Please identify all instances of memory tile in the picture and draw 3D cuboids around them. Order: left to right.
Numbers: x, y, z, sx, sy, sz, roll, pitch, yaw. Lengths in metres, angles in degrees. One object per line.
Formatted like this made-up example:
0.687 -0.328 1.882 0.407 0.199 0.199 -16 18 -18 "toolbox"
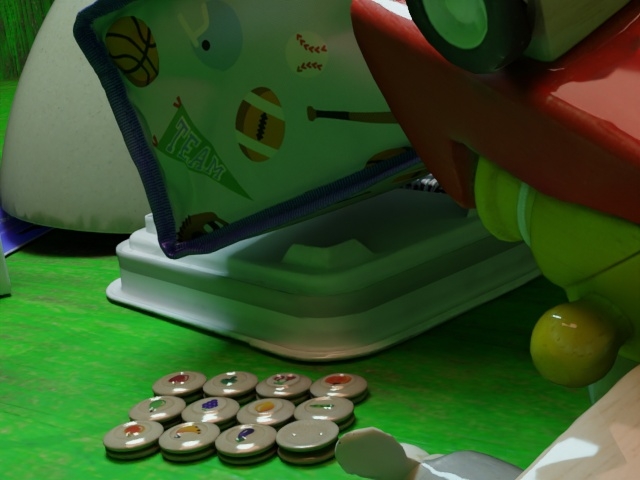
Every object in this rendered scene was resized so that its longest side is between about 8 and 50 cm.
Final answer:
-0.050 0.105 0.661 0.148 0.012 0.113 -2 17 17 "memory tile"

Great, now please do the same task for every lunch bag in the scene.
0.075 -0.173 0.784 0.385 0.239 0.328 -17 10 34 "lunch bag"

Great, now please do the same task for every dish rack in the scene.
0.000 0.000 0.912 0.285 0.072 0.333 -21 20 -38 "dish rack"

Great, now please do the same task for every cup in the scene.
-0.193 -0.164 1.188 0.331 0.237 0.331 0 17 0 "cup"

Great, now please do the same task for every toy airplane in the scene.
0.201 0.029 0.462 0.386 0.272 0.384 2 54 0 "toy airplane"

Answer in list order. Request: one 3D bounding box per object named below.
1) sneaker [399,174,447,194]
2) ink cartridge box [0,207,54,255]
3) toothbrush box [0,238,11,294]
0.120 -0.048 1.025 0.178 0.072 0.077 -1 18 23 "sneaker"
-0.396 -0.028 1.225 0.208 0.045 0.206 -1 16 17 "ink cartridge box"
-0.441 -0.029 0.948 0.283 0.206 0.122 -13 17 -24 "toothbrush box"
